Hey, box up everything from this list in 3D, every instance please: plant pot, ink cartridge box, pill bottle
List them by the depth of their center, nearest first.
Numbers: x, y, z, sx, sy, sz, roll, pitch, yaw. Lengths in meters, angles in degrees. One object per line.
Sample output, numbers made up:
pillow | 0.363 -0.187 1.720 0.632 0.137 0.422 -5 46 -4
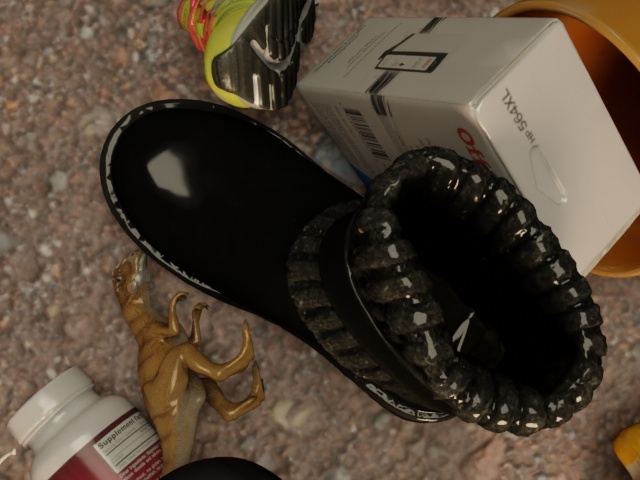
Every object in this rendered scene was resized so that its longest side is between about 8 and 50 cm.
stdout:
ink cartridge box | 0.097 -0.067 0.721 0.086 0.203 0.148 -45 120 -16
pill bottle | -0.142 0.164 0.747 0.086 0.086 0.152 -42 85 -10
plant pot | 0.242 -0.105 0.780 0.188 0.205 0.205 -29 84 -25

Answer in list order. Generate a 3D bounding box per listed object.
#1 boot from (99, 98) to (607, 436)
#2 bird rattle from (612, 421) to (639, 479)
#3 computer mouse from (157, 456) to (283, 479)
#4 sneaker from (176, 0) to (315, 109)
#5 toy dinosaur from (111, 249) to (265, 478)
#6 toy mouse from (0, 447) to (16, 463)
boot | 0.003 -0.003 0.697 0.348 0.260 0.131 32 80 1
bird rattle | 0.312 0.178 0.721 0.253 0.143 0.207 -24 67 -11
computer mouse | 0.000 0.228 0.695 0.272 0.072 0.188 32 83 -29
sneaker | -0.061 -0.149 0.772 0.094 0.208 0.081 4 117 7
toy dinosaur | -0.095 0.106 0.736 0.112 0.064 0.211 -12 60 -3
toy mouse | -0.237 0.220 0.739 0.143 0.031 0.161 45 101 -3
